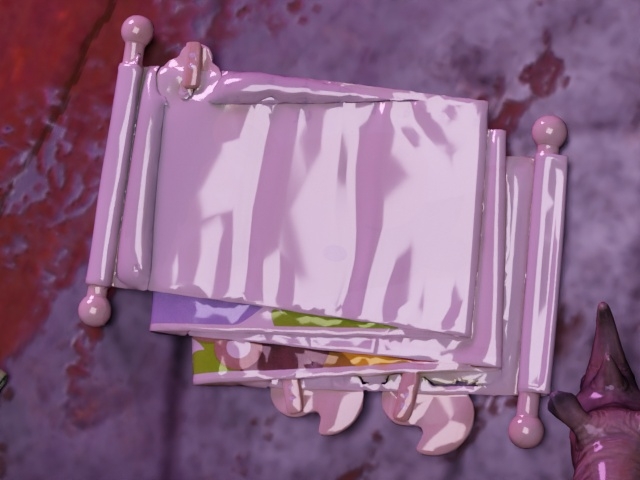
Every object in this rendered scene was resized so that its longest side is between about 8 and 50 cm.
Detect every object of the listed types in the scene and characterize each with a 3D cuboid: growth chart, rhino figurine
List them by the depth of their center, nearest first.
[{"bbox_3d":[0.123,0.146,0.811,0.073,0.106,0.243,-1,83,11],"label":"rhino figurine"},{"bbox_3d":[0.000,0.000,0.900,0.237,0.021,0.172,13,86,13],"label":"growth chart"}]

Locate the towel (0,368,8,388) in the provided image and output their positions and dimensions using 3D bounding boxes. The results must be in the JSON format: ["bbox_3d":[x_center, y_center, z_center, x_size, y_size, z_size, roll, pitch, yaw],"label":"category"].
[{"bbox_3d":[-0.232,0.097,0.936,0.113,0.023,0.152,32,90,13],"label":"towel"}]
